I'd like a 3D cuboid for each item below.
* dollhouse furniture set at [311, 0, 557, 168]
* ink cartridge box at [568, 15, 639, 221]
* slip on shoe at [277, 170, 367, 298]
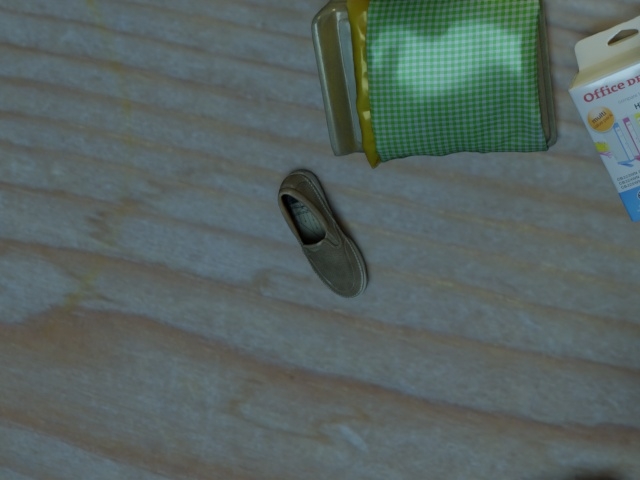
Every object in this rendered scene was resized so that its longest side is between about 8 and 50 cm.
[{"bbox_3d":[0.070,-0.182,1.122,0.197,0.151,0.302,-1,115,21],"label":"dollhouse furniture set"},{"bbox_3d":[0.268,-0.107,1.122,0.092,0.090,0.143,-22,107,28],"label":"ink cartridge box"},{"bbox_3d":[0.000,0.000,1.305,0.051,0.041,0.135,-15,109,26],"label":"slip on shoe"}]
